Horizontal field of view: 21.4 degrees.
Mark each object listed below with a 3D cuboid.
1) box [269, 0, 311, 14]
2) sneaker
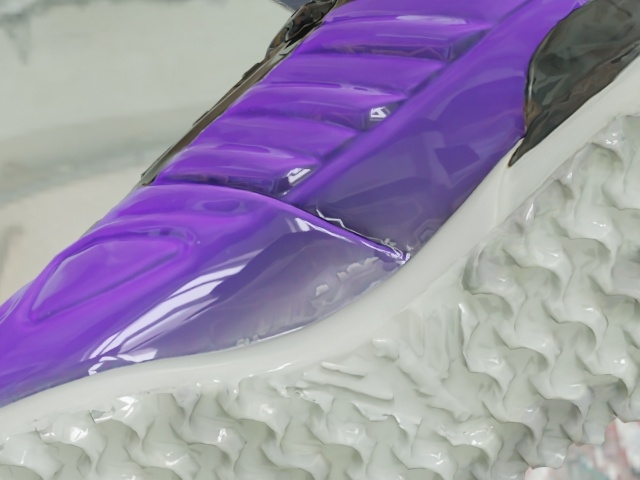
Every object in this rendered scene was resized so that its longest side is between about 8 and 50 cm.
[{"bbox_3d":[0.048,-0.146,0.664,0.156,0.093,0.158,-59,-28,9],"label":"box"},{"bbox_3d":[0.001,0.000,0.448,0.293,0.146,0.102,-27,-50,9],"label":"sneaker"}]
